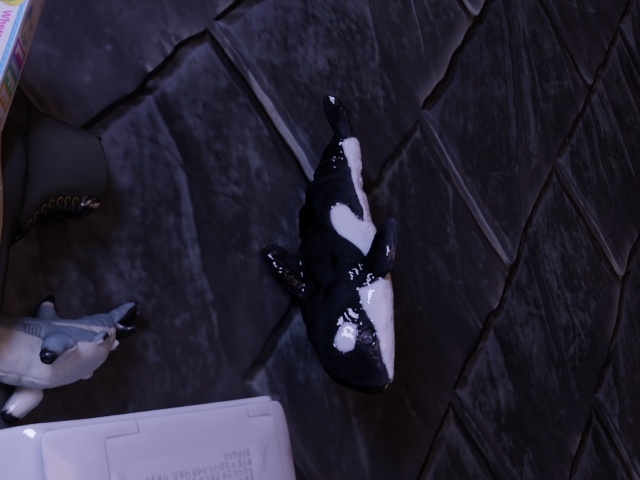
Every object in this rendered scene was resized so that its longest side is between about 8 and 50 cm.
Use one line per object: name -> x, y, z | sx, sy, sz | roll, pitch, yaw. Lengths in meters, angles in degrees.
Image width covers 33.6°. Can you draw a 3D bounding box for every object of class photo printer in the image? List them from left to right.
photo printer -> -0.107, 0.269, 0.717 | 0.256, 0.107, 0.308 | 2, 75, -53

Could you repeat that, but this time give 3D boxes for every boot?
boot -> -0.200, -0.016, 0.739 | 0.137, 0.076, 0.198 | 26, 55, -51

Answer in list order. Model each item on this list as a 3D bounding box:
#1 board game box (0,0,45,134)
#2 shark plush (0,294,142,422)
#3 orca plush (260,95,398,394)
board game box -> -0.251, -0.113, 0.692 | 0.026, 0.103, 0.154 | 89, 8, -60
shark plush -> -0.180, 0.060, 0.754 | 0.067, 0.073, 0.161 | 45, 40, 15
orca plush -> 0.000, 0.000, 0.972 | 0.102, 0.151, 0.287 | 5, 73, -18
